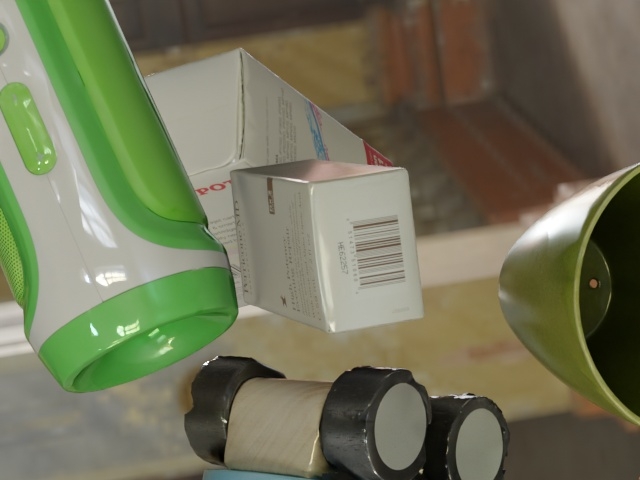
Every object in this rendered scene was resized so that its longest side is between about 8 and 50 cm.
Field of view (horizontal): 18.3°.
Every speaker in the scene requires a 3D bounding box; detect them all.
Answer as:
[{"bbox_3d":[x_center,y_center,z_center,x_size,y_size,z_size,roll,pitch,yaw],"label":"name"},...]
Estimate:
[{"bbox_3d":[-0.155,-0.068,1.146,0.131,0.131,0.297,99,147,-73],"label":"speaker"}]

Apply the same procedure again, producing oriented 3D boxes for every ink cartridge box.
[{"bbox_3d":[-0.088,-0.054,2.007,0.306,0.226,0.131,36,-133,-52],"label":"ink cartridge box"}]

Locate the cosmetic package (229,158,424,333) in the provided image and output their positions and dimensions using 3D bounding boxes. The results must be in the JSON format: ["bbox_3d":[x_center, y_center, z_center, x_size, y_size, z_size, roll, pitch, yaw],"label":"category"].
[{"bbox_3d":[0.000,0.000,1.551,0.231,0.085,0.117,-172,75,-71],"label":"cosmetic package"}]

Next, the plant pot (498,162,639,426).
[{"bbox_3d":[0.304,0.052,1.978,0.293,0.274,0.275,178,82,-69],"label":"plant pot"}]

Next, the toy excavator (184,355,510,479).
[{"bbox_3d":[0.043,0.361,1.922,0.433,0.222,0.445,21,-105,-51],"label":"toy excavator"}]

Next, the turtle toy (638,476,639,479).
[{"bbox_3d":[0.345,0.249,1.949,0.130,0.066,0.095,-27,-54,-58],"label":"turtle toy"}]
